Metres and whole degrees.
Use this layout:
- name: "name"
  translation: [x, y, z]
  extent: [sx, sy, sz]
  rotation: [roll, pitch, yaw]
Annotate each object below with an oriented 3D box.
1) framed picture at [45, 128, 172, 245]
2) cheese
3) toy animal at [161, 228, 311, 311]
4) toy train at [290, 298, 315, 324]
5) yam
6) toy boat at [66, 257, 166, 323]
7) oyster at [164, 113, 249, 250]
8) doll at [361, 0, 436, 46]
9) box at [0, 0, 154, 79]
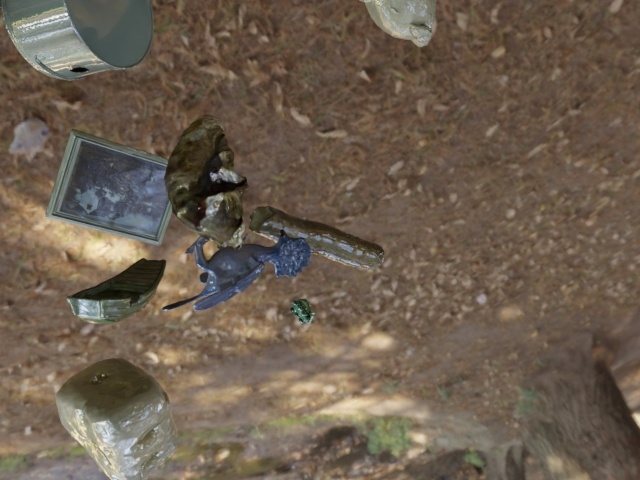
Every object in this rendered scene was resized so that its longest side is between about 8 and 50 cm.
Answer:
- name: "framed picture"
  translation: [-0.507, -0.125, 1.621]
  extent: [0.296, 0.019, 0.232]
  rotation: [15, 100, -26]
- name: "cheese"
  translation: [-0.406, 0.327, 1.276]
  extent: [0.174, 0.248, 0.251]
  rotation: [-40, 159, -32]
- name: "toy animal"
  translation: [-0.151, 0.057, 1.114]
  extent: [0.255, 0.176, 0.239]
  rotation: [-48, -176, 0]
- name: "toy train"
  translation: [-0.044, 0.189, 1.721]
  extent: [0.053, 0.083, 0.033]
  rotation: [2, 122, -39]
- name: "yam"
  translation: [0.000, 0.000, 1.261]
  extent: [0.318, 0.071, 0.067]
  rotation: [18, 98, -37]
- name: "toy boat"
  translation: [-0.320, 0.083, 1.060]
  extent: [0.093, 0.055, 0.293]
  rotation: [5, -170, 4]
- name: "oyster"
  translation: [-0.172, -0.091, 0.991]
  extent: [0.094, 0.294, 0.166]
  rotation: [23, 102, -34]
- name: "doll"
  translation: [0.174, -0.490, 1.287]
  extent: [0.149, 0.175, 0.278]
  rotation: [-57, -176, 24]
- name: "box"
  translation: [-0.431, -0.412, 1.165]
  extent: [0.150, 0.226, 0.226]
  rotation: [-3, 160, 26]
